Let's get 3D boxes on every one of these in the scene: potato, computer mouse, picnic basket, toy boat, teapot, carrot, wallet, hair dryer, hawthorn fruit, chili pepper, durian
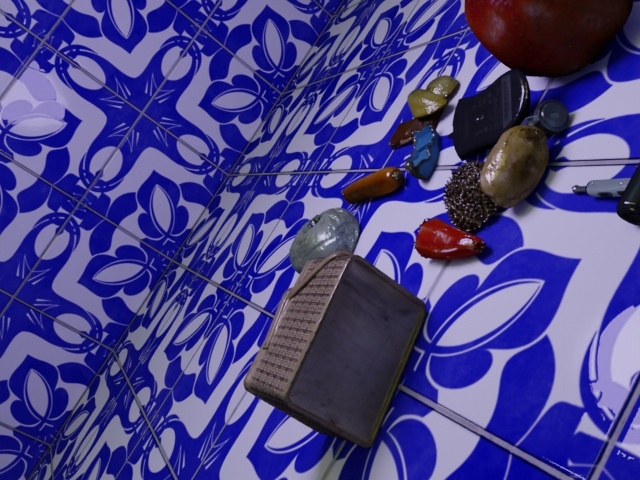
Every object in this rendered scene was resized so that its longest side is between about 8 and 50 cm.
[{"bbox_3d":[0.367,-0.142,1.178,0.170,0.107,0.080,-54,-12,-6],"label":"potato"},{"bbox_3d":[0.372,-0.260,1.350,0.264,0.088,0.147,-15,66,61],"label":"computer mouse"},{"bbox_3d":[0.032,0.198,1.198,0.175,0.228,0.313,-5,54,57],"label":"picnic basket"},{"bbox_3d":[0.244,-0.218,1.546,0.075,0.077,0.186,-30,33,42],"label":"toy boat"},{"bbox_3d":[0.431,-0.232,1.219,0.057,0.088,0.066,132,127,-75],"label":"teapot"},{"bbox_3d":[0.142,-0.146,1.658,0.225,0.067,0.067,-17,43,57],"label":"carrot"},{"bbox_3d":[0.254,-0.304,1.708,0.176,0.026,0.095,-5,51,59],"label":"wallet"},{"bbox_3d":[0.462,-0.077,0.992,0.100,0.057,0.197,-57,15,-6],"label":"hair dryer"},{"bbox_3d":[0.419,-0.488,1.248,0.285,0.368,0.285,-162,90,-75],"label":"hawthorn fruit"},{"bbox_3d":[0.264,0.003,1.238,0.169,0.064,0.088,14,86,60],"label":"chili pepper"},{"bbox_3d":[0.299,-0.108,1.275,0.148,0.091,0.188,-45,24,22],"label":"durian"}]

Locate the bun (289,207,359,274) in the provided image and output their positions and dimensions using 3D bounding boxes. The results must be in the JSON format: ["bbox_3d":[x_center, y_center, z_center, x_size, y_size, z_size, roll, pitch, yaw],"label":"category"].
[{"bbox_3d":[-0.002,0.001,1.672,0.221,0.108,0.221,-42,27,27],"label":"bun"}]

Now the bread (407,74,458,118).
[{"bbox_3d":[0.298,-0.392,1.672,0.149,0.065,0.188,-33,19,13],"label":"bread"}]
